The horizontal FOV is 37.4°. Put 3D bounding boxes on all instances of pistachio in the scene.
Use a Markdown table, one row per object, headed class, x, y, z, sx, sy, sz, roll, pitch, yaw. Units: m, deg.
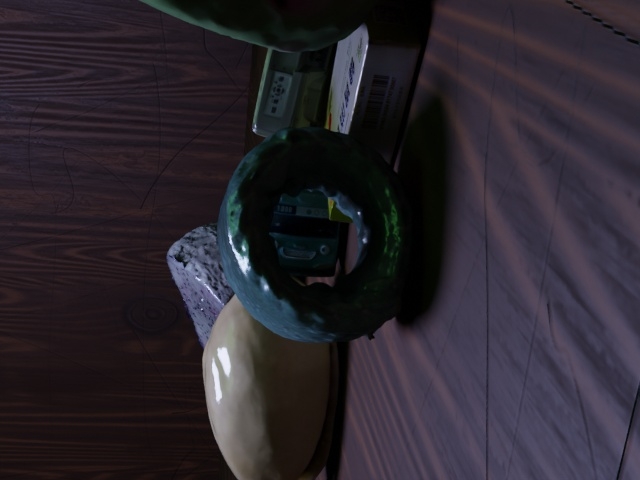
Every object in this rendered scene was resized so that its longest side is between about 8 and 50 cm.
| class | x | y | z | sx | sy | sz | roll | pitch | yaw |
| --- | --- | --- | --- | --- | --- | --- | --- | --- | --- |
| pistachio | -0.064 | 0.206 | 1.365 | 0.193 | 0.214 | 0.318 | -2 | -95 | -56 |

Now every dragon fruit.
| class | x | y | z | sx | sy | sz | roll | pitch | yaw |
| --- | --- | --- | --- | --- | --- | --- | --- | --- | --- |
| dragon fruit | -0.136 | 0.102 | 1.810 | 0.221 | 0.204 | 0.283 | 21 | 139 | 50 |

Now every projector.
| class | x | y | z | sx | sy | sz | roll | pitch | yaw |
| --- | --- | --- | --- | --- | --- | --- | --- | --- | --- |
| projector | -0.005 | -0.265 | 1.284 | 0.193 | 0.088 | 0.270 | -26 | -49 | -76 |

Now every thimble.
| class | x | y | z | sx | sy | sz | roll | pitch | yaw |
| --- | --- | --- | --- | --- | --- | --- | --- | --- | --- |
| thimble | 0.000 | 0.000 | 0.987 | 0.235 | 0.198 | 0.143 | 59 | 166 | 3 |

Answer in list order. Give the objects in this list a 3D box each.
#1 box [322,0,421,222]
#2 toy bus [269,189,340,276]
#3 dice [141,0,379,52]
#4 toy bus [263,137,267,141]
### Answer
| class | x | y | z | sx | sy | sz | roll | pitch | yaw |
| --- | --- | --- | --- | --- | --- | --- | --- | --- | --- |
| box | 0.052 | -0.172 | 1.111 | 0.175 | 0.062 | 0.260 | -95 | 13 | -45 |
| toy bus | -0.038 | -0.052 | 1.439 | 0.256 | 0.128 | 0.147 | -103 | 20 | -67 |
| dice | -0.069 | -0.403 | 0.951 | 0.322 | 0.330 | 0.318 | -63 | 26 | 28 |
| toy bus | -0.064 | -0.115 | 1.769 | 0.109 | 0.091 | 0.262 | -72 | -12 | -83 |
